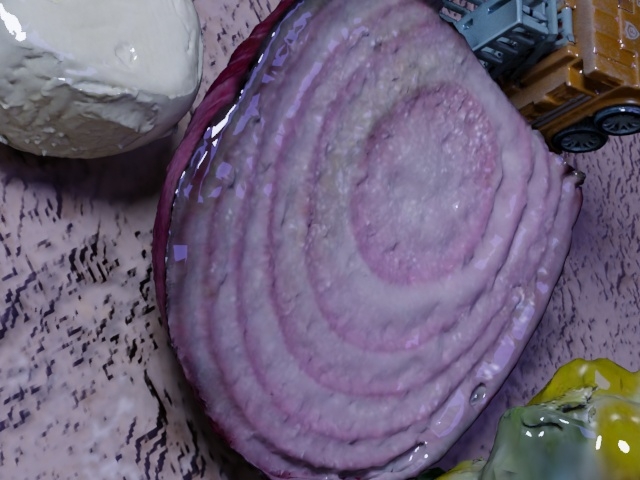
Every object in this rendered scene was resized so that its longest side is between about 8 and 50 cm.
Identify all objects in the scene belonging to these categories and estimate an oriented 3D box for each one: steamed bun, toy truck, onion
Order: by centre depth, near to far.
[{"bbox_3d":[-0.122,-0.095,0.769,0.130,0.091,0.112,13,59,-38],"label":"steamed bun"},{"bbox_3d":[0.000,0.000,0.847,0.250,0.111,0.247,46,68,-38],"label":"onion"},{"bbox_3d":[0.099,-0.091,0.929,0.115,0.178,0.080,16,61,-30],"label":"toy truck"}]

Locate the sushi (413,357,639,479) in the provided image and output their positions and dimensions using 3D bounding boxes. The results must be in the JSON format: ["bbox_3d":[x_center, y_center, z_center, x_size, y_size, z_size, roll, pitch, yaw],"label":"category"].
[{"bbox_3d":[0.129,0.192,0.745,0.329,0.328,0.285,13,49,-25],"label":"sushi"}]
